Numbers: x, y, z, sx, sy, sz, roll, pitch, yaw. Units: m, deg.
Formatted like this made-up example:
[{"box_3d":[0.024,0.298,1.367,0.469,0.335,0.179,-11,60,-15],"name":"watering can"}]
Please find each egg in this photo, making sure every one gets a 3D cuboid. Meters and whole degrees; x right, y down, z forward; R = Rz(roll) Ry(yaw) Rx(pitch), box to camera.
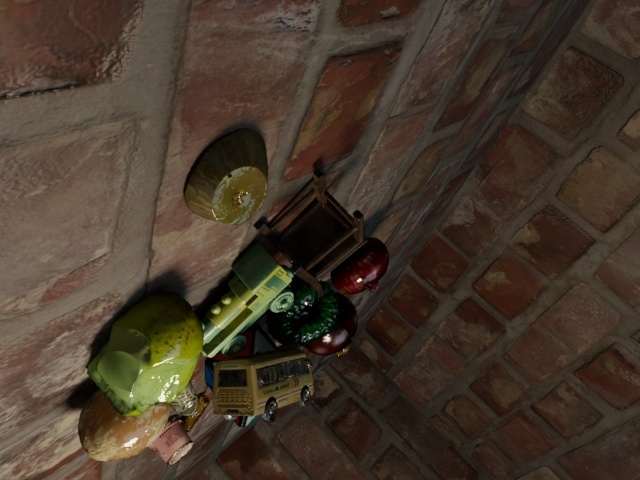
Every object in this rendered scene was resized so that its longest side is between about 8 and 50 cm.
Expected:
[{"box_3d":[-0.506,0.456,1.293,0.203,0.203,0.245,-58,169,30],"name":"egg"}]

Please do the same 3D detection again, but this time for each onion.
[{"box_3d":[0.181,0.129,2.076,0.273,0.285,0.273,-33,-163,11],"name":"onion"}]

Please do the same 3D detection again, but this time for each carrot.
[{"box_3d":[-0.524,0.718,2.041,0.229,0.069,0.069,-54,161,18],"name":"carrot"}]

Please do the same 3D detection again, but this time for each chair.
[{"box_3d":[0.000,0.000,1.497,0.240,0.203,0.416,-43,163,-3],"name":"chair"}]

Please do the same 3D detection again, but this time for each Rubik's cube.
[{"box_3d":[-0.270,0.511,1.884,0.250,0.248,0.246,-35,159,-32],"name":"Rubik's cube"}]

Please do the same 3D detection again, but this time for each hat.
[{"box_3d":[-0.096,0.271,1.896,0.274,0.242,0.332,-24,179,-23],"name":"hat"}]

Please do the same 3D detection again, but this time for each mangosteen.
[{"box_3d":[0.041,0.386,2.256,0.297,0.293,0.297,-42,175,-5],"name":"mangosteen"}]

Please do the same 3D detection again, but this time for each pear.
[{"box_3d":[-0.382,0.259,1.221,0.282,0.176,0.286,-55,162,18],"name":"pear"}]

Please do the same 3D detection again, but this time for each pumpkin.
[{"box_3d":[-0.171,-0.112,1.032,0.217,0.110,0.217,-35,157,-17],"name":"pumpkin"}]

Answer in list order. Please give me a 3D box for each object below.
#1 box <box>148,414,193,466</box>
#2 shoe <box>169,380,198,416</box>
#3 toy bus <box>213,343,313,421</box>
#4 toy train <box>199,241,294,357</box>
[{"box_3d":[-0.578,0.780,1.934,0.151,0.135,0.151,-42,163,-16],"name":"box"},{"box_3d":[-0.474,0.532,1.708,0.103,0.098,0.275,-43,161,-25],"name":"shoe"},{"box_3d":[-0.169,0.447,1.584,0.176,0.202,0.365,-9,171,26],"name":"toy bus"},{"box_3d":[-0.240,0.194,1.462,0.369,0.150,0.237,-44,151,-3],"name":"toy train"}]
